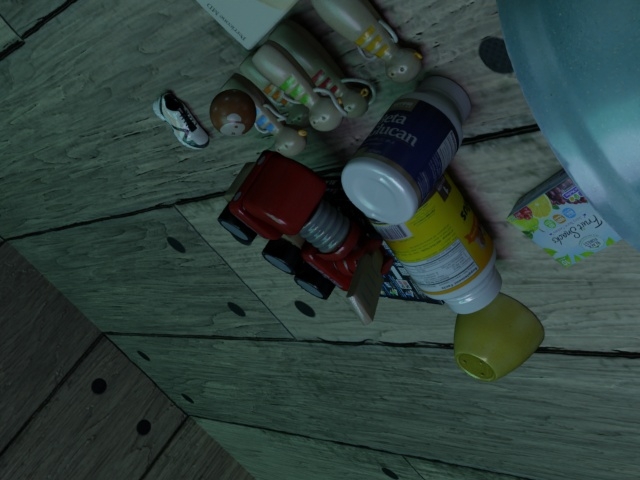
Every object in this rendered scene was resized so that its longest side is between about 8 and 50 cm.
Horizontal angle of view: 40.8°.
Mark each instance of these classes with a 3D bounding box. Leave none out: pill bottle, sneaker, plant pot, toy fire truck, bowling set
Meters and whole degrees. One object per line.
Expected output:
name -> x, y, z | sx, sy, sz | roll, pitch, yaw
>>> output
pill bottle -> 0.103, -0.108, 0.978 | 0.094, 0.169, 0.094 | 27, 150, 17
sneaker -> -0.218, -0.188, 1.358 | 0.109, 0.040, 0.043 | 42, 150, -11
plant pot -> 0.252, 0.153, 1.283 | 0.134, 0.095, 0.134 | 27, 150, 17
toy fire truck -> 0.000, 0.000, 1.092 | 0.217, 0.159, 0.246 | 40, 164, -24
pill bottle -> 0.153, -0.004, 1.134 | 0.117, 0.117, 0.215 | -2, 133, 50
bowling set -> -0.033, -0.162, 1.036 | 0.154, 0.200, 0.287 | 42, 156, -13
plant pot -> 0.293, -0.152, 0.613 | 0.293, 0.293, 0.196 | 46, 134, -17

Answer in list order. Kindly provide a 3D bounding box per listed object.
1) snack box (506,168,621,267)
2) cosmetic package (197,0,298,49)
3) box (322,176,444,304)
snack box -> 0.300, -0.031, 1.014 | 0.100, 0.037, 0.141 | 37, 152, -4
cosmetic package -> -0.036, -0.337, 0.854 | 0.160, 0.113, 0.309 | 42, 151, -11
box -> 0.083, 0.001, 1.291 | 0.175, 0.051, 0.220 | 3, 137, 47
